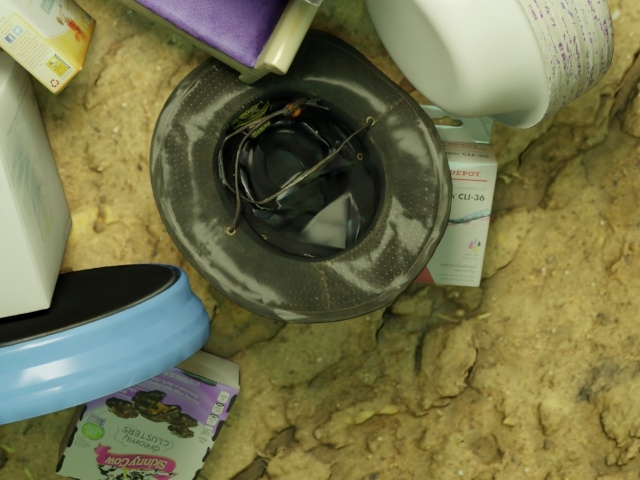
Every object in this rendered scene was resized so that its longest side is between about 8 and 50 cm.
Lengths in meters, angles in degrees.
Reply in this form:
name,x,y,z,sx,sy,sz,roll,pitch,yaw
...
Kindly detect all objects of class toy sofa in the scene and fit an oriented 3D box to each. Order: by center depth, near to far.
name,x,y,z,sx,sy,sz,roll,pitch,yaw
toy sofa,-0.164,-0.314,1.632,0.363,0.177,0.150,29,77,-15

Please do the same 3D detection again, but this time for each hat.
name,x,y,z,sx,sy,sz,roll,pitch,yaw
hat,-0.024,-0.058,1.789,0.331,0.134,0.331,0,80,-1

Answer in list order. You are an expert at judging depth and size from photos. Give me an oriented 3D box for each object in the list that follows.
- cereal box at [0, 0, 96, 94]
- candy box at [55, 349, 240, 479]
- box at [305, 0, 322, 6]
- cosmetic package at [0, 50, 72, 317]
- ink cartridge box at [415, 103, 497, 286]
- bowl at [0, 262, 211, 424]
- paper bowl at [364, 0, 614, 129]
name,x,y,z,sx,sy,sz,roll,pitch,yaw
cereal box,-0.340,-0.270,1.676,0.047,0.173,0.240,-41,111,16
candy box,-0.209,0.216,1.966,0.165,0.070,0.196,21,112,-12
box,-0.054,-0.401,1.555,0.242,0.307,0.076,28,140,-15
cosmetic package,-0.368,-0.059,1.745,0.138,0.224,0.224,-10,115,3
ink cartridge box,0.136,-0.052,1.855,0.115,0.067,0.198,4,115,-4
bowl,-0.315,0.107,1.746,0.391,0.391,0.077,-12,100,3
paper bowl,0.149,-0.239,1.634,0.148,0.284,0.284,-34,114,-13
